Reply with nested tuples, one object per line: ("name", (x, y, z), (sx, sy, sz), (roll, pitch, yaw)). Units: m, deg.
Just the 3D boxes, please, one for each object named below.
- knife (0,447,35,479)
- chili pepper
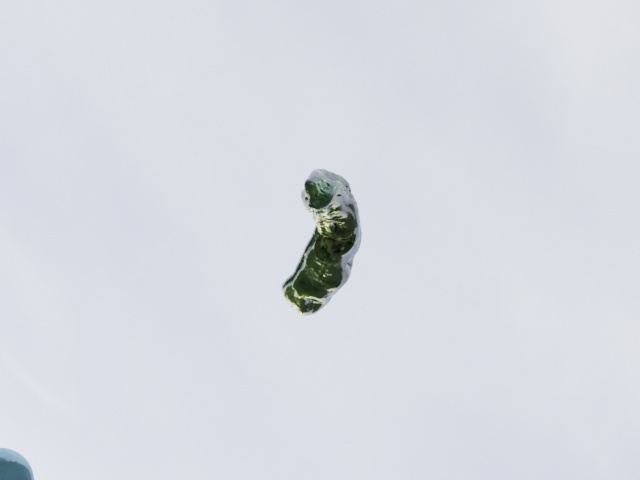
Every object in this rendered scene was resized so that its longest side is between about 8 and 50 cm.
("knife", (-0.073, 0.097, 0.333), (0.010, 0.027, 0.096), (8, -68, 45))
("chili pepper", (0.005, -0.004, 1.129), (0.050, 0.073, 0.182), (45, -27, 27))
